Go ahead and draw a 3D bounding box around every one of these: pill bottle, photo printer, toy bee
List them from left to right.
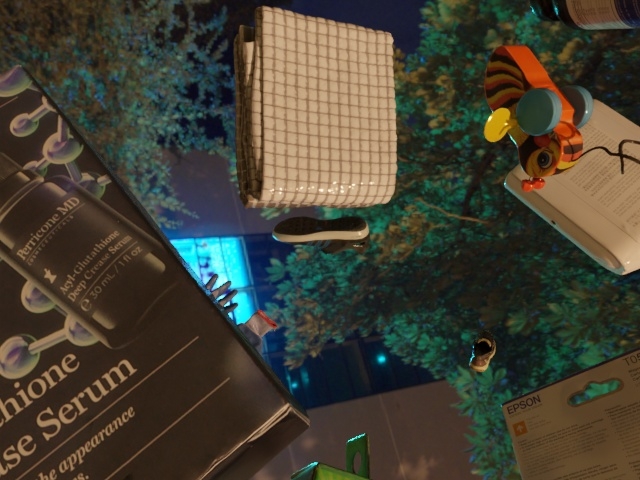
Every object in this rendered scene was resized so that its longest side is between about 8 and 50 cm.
[{"bbox_3d":[0.341,-0.164,0.809,0.162,0.196,0.298,112,-21,-46],"label":"toy bee"},{"bbox_3d":[0.568,-0.102,1.013,0.307,0.256,0.107,47,-2,25],"label":"photo printer"},{"bbox_3d":[0.402,-0.353,0.702,0.219,0.123,0.122,-142,-127,-58],"label":"pill bottle"}]

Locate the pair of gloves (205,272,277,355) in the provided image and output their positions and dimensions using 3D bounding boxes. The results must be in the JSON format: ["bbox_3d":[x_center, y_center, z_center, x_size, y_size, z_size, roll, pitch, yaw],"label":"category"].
[{"bbox_3d":[-0.176,0.152,0.935,0.159,0.198,0.023,-42,-163,25],"label":"pair of gloves"}]

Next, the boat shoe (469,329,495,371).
[{"bbox_3d":[0.404,0.262,1.267,0.056,0.152,0.049,15,-61,18],"label":"boat shoe"}]

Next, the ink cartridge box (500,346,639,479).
[{"bbox_3d":[0.465,0.342,0.759,0.324,0.071,0.330,-35,-147,27],"label":"ink cartridge box"}]

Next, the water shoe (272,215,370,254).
[{"bbox_3d":[0.000,0.000,1.060,0.072,0.203,0.080,-70,154,-49],"label":"water shoe"}]

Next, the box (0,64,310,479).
[{"bbox_3d":[-0.247,0.099,0.458,0.395,0.294,0.212,47,-13,19],"label":"box"}]

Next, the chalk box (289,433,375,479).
[{"bbox_3d":[0.027,0.308,0.513,0.132,0.132,0.212,118,-8,-57],"label":"chalk box"}]

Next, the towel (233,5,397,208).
[{"bbox_3d":[-0.012,-0.190,0.793,0.121,0.235,0.283,171,-83,-64],"label":"towel"}]
